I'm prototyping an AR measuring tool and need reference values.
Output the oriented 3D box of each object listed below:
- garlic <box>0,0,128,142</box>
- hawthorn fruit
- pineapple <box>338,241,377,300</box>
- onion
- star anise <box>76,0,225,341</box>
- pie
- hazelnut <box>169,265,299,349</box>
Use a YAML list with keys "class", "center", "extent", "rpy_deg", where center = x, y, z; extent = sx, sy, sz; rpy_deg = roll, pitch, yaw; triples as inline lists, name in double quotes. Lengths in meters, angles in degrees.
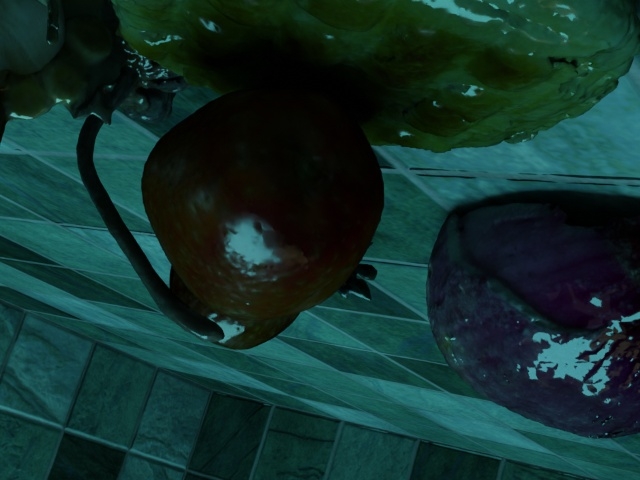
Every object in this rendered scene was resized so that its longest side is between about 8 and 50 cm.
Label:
- class: "garlic"
  center: [-0.176, -0.123, 0.594]
  extent: [0.256, 0.207, 0.207]
  rpy_deg: [9, 164, 34]
- class: "hawthorn fruit"
  center: [-0.025, -0.023, 0.588]
  extent: [0.132, 0.133, 0.138]
  rpy_deg: [20, 170, -12]
- class: "pineapple"
  center: [0.000, -0.001, 0.997]
  extent: [0.103, 0.083, 0.221]
  rpy_deg: [16, 168, 10]
- class: "onion"
  center: [0.227, 0.073, 0.860]
  extent: [0.267, 0.159, 0.348]
  rpy_deg: [16, 167, -8]
- class: "star anise"
  center: [-0.128, -0.047, 0.715]
  extent: [0.218, 0.227, 0.148]
  rpy_deg: [6, 157, 22]
- class: "pie"
  center: [0.017, -0.115, 0.582]
  extent: [0.306, 0.071, 0.306]
  rpy_deg: [17, 167, 4]
- class: "hazelnut"
  center: [-0.092, 0.048, 1.211]
  extent: [0.154, 0.143, 0.143]
  rpy_deg: [38, 161, -11]
